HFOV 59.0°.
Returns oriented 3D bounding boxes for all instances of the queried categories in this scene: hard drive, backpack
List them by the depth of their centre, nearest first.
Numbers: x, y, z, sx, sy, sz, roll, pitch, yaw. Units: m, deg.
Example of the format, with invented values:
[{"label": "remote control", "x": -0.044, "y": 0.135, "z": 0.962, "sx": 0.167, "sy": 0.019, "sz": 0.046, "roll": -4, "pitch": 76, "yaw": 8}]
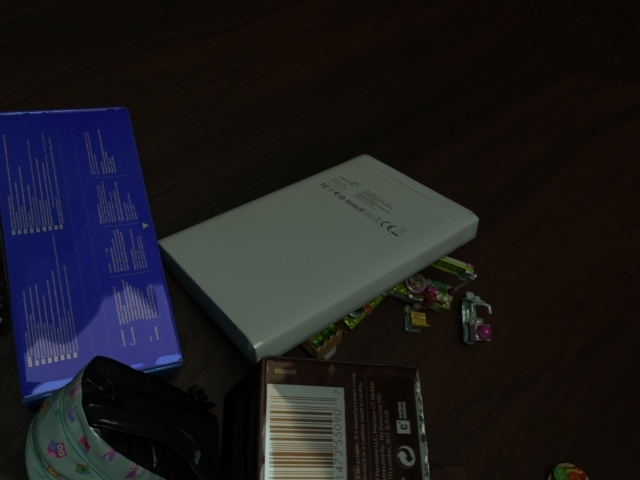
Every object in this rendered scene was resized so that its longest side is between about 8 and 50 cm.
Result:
[{"label": "backpack", "x": -0.185, "y": 0.200, "z": 0.555, "sx": 0.182, "sy": 0.115, "sz": 0.152, "roll": 43, "pitch": 7, "yaw": -36}, {"label": "hard drive", "x": 0.000, "y": 0.000, "z": 0.740, "sx": 0.352, "sy": 0.047, "sz": 0.233, "roll": -26, "pitch": 44, "yaw": -29}]

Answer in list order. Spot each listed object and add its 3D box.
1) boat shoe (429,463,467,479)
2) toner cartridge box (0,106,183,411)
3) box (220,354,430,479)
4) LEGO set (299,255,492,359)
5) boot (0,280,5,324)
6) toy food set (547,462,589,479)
[{"label": "boat shoe", "x": 0.168, "y": 0.419, "z": 0.608, "sx": 0.123, "sy": 0.123, "sz": 0.342, "roll": -12, "pitch": 62, "yaw": -5}, {"label": "toner cartridge box", "x": -0.284, "y": 0.007, "z": 0.675, "sx": 0.165, "sy": 0.075, "sz": 0.348, "roll": -9, "pitch": 69, "yaw": -23}, {"label": "box", "x": -0.007, "y": 0.229, "z": 0.597, "sx": 0.166, "sy": 0.203, "sz": 0.169, "roll": 7, "pitch": 64, "yaw": -17}, {"label": "LEGO set", "x": 0.111, "y": 0.080, "z": 0.771, "sx": 0.286, "sy": 0.107, "sz": 0.132, "roll": -1, "pitch": 66, "yaw": -21}, {"label": "boot", "x": -0.381, "y": 0.049, "z": 0.622, "sx": 0.045, "sy": 0.121, "sz": 0.099, "roll": -2, "pitch": 96, "yaw": -45}, {"label": "toy food set", "x": 0.347, "y": 0.351, "z": 0.780, "sx": 0.082, "sy": 0.020, "sz": 0.084, "roll": 9, "pitch": 63, "yaw": -17}]
